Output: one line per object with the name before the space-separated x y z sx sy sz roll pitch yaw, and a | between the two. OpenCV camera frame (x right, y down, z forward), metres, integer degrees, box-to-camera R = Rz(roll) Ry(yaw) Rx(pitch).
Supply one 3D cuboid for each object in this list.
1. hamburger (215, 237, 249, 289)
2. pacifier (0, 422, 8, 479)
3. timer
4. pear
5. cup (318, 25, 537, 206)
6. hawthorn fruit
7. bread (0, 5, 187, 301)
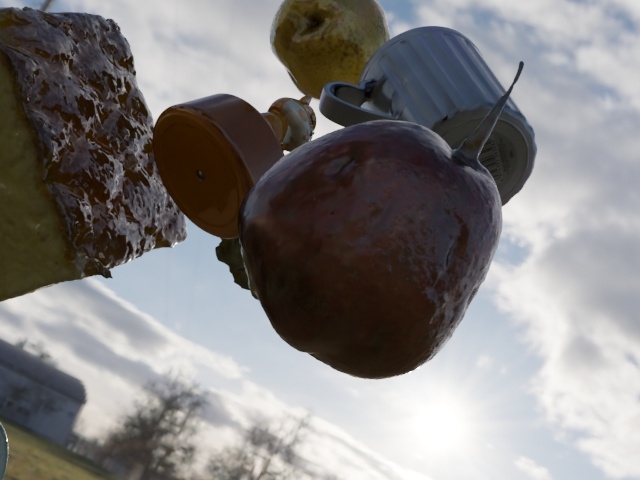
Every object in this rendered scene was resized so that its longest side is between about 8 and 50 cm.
hamburger | 0.000 0.000 1.024 0.206 0.130 0.183 43 -54 -3
pacifier | -0.292 0.222 0.770 0.117 0.150 0.126 13 -62 17
timer | -0.059 -0.092 0.872 0.132 0.152 0.132 28 -44 31
pear | 0.011 -0.268 1.253 0.178 0.178 0.178 21 -19 8
cup | 0.122 -0.127 1.082 0.221 0.202 0.166 -19 -53 -1
hawthorn fruit | 0.040 0.000 0.511 0.189 0.149 0.149 -25 -45 27
bread | -0.309 -0.085 0.986 0.207 0.279 0.279 -17 7 18
